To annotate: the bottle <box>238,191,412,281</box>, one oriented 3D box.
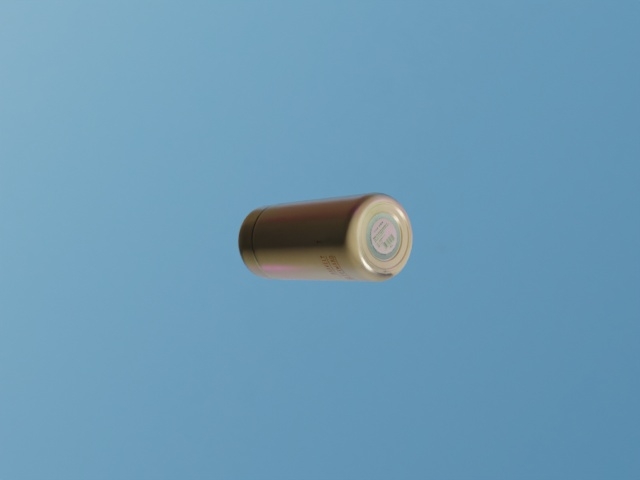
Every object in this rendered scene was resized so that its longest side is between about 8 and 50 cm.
[{"bbox_3d":[0.000,0.000,0.853,0.096,0.045,0.045,-4,-120,47],"label":"bottle"}]
